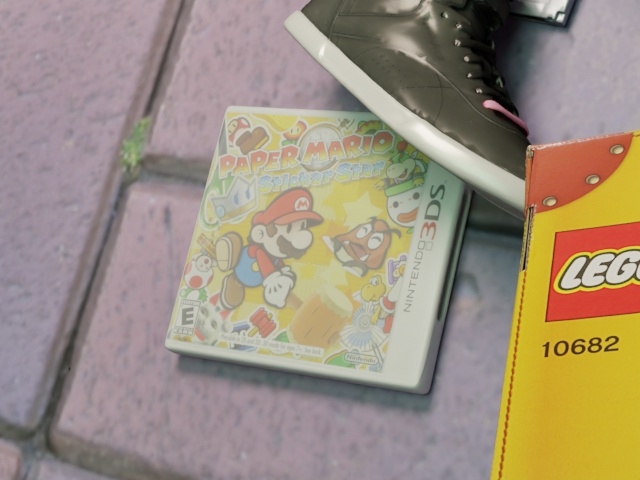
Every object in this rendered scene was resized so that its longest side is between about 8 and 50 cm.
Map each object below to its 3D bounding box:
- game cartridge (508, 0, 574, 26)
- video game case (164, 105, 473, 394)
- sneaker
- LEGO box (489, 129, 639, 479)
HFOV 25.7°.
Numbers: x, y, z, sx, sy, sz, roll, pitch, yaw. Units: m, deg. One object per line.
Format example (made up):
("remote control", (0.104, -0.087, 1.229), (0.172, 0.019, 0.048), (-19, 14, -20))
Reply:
("game cartridge", (0.156, -0.194, 1.055), (0.083, 0.017, 0.056), (18, 86, 33))
("video game case", (0.000, 0.000, 1.068), (0.227, 0.026, 0.206), (6, 75, 31))
("sneaker", (0.101, -0.132, 0.982), (0.147, 0.104, 0.296), (-49, 50, 7))
("LEGO box", (0.338, 0.102, 0.628), (0.500, 0.193, 0.372), (-8, 40, 22))
